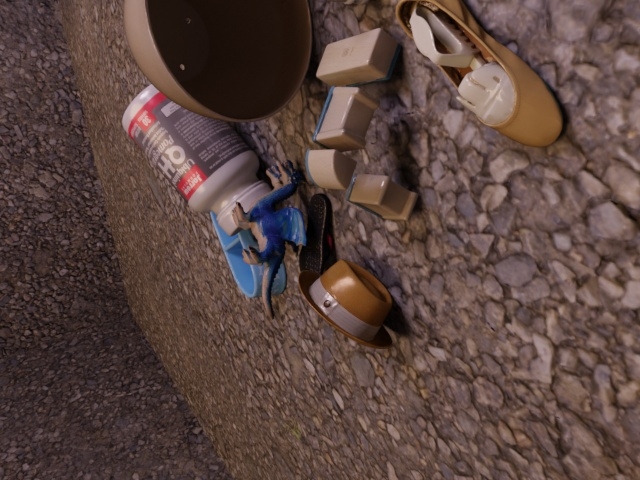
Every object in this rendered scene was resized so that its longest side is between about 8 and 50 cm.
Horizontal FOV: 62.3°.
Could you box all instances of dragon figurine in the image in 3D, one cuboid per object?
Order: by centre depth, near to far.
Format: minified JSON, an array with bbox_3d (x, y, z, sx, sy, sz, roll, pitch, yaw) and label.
[{"bbox_3d":[-0.074,-0.012,0.972,0.085,0.144,0.289,131,124,-67],"label":"dragon figurine"}]

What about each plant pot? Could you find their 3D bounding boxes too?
[{"bbox_3d":[-0.179,-0.321,0.802,0.191,0.284,0.284,10,116,44],"label":"plant pot"}]

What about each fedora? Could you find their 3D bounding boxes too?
[{"bbox_3d":[0.055,0.091,0.862,0.079,0.194,0.194,-55,52,13],"label":"fedora"}]

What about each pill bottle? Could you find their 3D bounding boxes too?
[{"bbox_3d":[-0.239,-0.169,1.094,0.318,0.176,0.176,49,149,0],"label":"pill bottle"}]

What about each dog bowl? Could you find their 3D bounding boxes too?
[{"bbox_3d":[-0.178,-0.001,1.240,0.166,0.074,0.297,-29,82,61],"label":"dog bowl"}]

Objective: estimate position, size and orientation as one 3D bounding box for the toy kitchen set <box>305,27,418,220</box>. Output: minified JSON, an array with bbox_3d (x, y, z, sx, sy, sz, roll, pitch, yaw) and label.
[{"bbox_3d":[0.069,-0.153,0.750,0.122,0.166,0.207,14,82,55],"label":"toy kitchen set"}]

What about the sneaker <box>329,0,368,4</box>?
[{"bbox_3d":[-0.032,-0.424,0.694,0.281,0.115,0.105,59,149,24],"label":"sneaker"}]

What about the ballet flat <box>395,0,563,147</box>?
[{"bbox_3d":[0.158,-0.183,0.566,0.232,0.073,0.080,57,149,22],"label":"ballet flat"}]

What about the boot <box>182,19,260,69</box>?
[{"bbox_3d":[-0.184,-0.343,1.032,0.203,0.095,0.262,59,146,16],"label":"boot"}]

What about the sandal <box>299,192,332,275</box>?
[{"bbox_3d":[0.000,0.000,0.987,0.067,0.040,0.179,28,116,43],"label":"sandal"}]

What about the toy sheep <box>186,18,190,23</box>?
[{"bbox_3d":[-0.318,-0.475,1.186,0.091,0.091,0.132,28,144,50],"label":"toy sheep"}]
